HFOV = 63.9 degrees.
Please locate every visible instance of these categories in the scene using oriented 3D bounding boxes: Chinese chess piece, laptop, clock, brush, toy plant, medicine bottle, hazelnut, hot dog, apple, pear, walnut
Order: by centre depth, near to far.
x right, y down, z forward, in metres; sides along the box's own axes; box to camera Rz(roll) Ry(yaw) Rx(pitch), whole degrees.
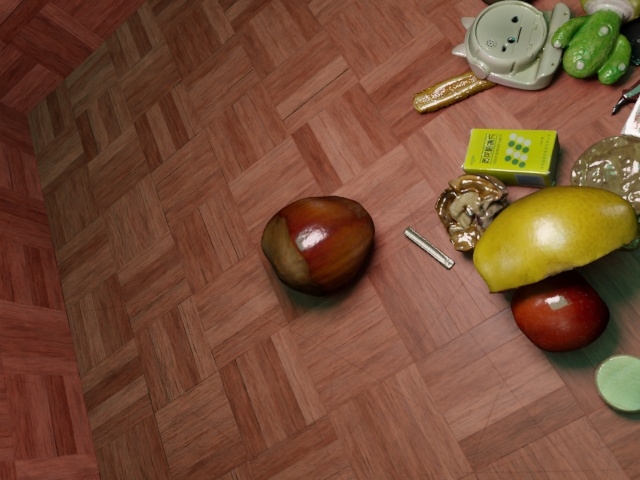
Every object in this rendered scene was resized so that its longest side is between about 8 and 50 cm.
[{"bbox_3d":[0.761,0.355,1.273,0.144,0.058,0.144,-10,70,28],"label":"Chinese chess piece"},{"bbox_3d":[0.568,-0.030,1.307,0.386,0.340,0.191,-25,90,14],"label":"pear"},{"bbox_3d":[0.612,0.175,1.315,0.201,0.218,0.218,-46,58,24],"label":"apple"},{"bbox_3d":[0.798,-0.609,1.462,0.224,0.184,0.316,24,86,4],"label":"toy plant"},{"bbox_3d":[0.941,-0.606,1.497,0.180,0.016,0.129,-46,59,8],"label":"laptop"},{"bbox_3d":[0.565,-0.240,1.517,0.250,0.141,0.137,10,82,31],"label":"medicine bottle"},{"bbox_3d":[0.453,-0.077,1.528,0.204,0.141,0.238,17,88,43],"label":"walnut"},{"bbox_3d":[0.584,-0.620,1.594,0.324,0.108,0.265,14,80,13],"label":"clock"},{"bbox_3d":[0.343,0.024,1.623,0.190,0.027,0.034,41,100,24],"label":"brush"},{"bbox_3d":[-0.007,0.006,1.650,0.366,0.366,0.366,-9,71,26],"label":"hazelnut"},{"bbox_3d":[0.450,-0.501,1.703,0.289,0.068,0.083,-17,88,18],"label":"hot dog"}]

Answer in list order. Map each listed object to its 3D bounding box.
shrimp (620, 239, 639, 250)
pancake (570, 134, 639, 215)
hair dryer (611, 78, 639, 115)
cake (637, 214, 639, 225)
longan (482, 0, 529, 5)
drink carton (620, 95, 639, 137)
[{"bbox_3d":[0.802,-0.014,1.385,0.114,0.023,0.083,6,75,24],"label":"shrimp"},{"bbox_3d":[0.800,-0.166,1.381,0.242,0.050,0.242,-5,84,53],"label":"pancake"},{"bbox_3d":[0.975,-0.429,1.393,0.340,0.123,0.312,-41,70,24],"label":"hair dryer"},{"bbox_3d":[0.865,-0.110,1.363,0.055,0.051,0.140,-1,76,26],"label":"cake"},{"bbox_3d":[0.601,-0.872,1.623,0.258,0.258,0.258,-9,71,26],"label":"longan"},{"bbox_3d":[0.962,-0.279,1.313,0.315,0.106,0.130,32,114,33],"label":"drink carton"}]
